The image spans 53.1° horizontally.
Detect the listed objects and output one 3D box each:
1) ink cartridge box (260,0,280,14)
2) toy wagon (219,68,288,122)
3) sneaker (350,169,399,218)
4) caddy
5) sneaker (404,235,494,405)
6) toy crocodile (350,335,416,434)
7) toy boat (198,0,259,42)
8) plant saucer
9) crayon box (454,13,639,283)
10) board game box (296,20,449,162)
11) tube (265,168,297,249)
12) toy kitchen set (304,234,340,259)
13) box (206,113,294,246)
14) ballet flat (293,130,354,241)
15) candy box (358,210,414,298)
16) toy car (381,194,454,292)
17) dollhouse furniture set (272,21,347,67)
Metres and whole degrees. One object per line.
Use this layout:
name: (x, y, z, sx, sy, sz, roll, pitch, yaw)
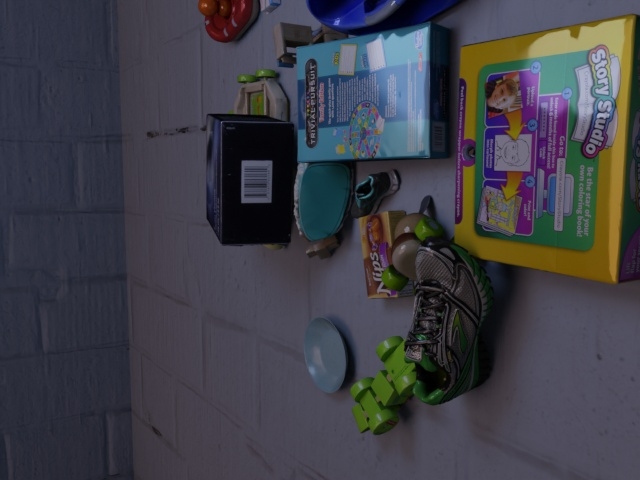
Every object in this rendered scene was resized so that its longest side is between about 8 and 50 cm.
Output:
ink cartridge box: (-0.145, -0.671, 1.793, 0.083, 0.028, 0.048, -8, 86, 57)
toy wagon: (-0.202, -0.352, 1.882, 0.344, 0.068, 0.267, 11, 102, 57)
sneaker: (0.102, -0.104, 1.432, 0.166, 0.076, 0.064, -50, 52, 47)
caddy: (0.122, -0.494, 1.196, 0.341, 0.241, 0.179, -12, 69, 57)
sneaker: (0.219, 0.153, 1.138, 0.134, 0.146, 0.343, 18, 127, 49)
toy crocodile: (0.160, 0.309, 1.381, 0.115, 0.105, 0.340, 57, 132, 38)
toy boat: (-0.292, -0.690, 1.905, 0.231, 0.151, 0.150, -25, 73, 55)
plant saucer: (0.022, 0.289, 1.634, 0.195, 0.038, 0.194, 7, 99, 57)
crayon box: (0.361, -0.138, 1.004, 0.313, 0.106, 0.362, 12, 104, 55)
board game box: (0.100, -0.292, 1.329, 0.336, 0.079, 0.253, 4, 97, 40)
tube: (-0.108, -0.093, 1.778, 0.070, 0.062, 0.240, 23, 112, 16)
toy kitchen set: (0.000, 0.000, 1.614, 0.068, 0.083, 0.075, 57, -170, -65)
box: (-0.189, -0.162, 1.616, 0.294, 0.183, 0.296, -139, 49, -69)
ballet flat: (0.010, -0.202, 1.547, 0.147, 0.147, 0.408, 15, 103, 56)
candy box: (0.143, 0.033, 1.406, 0.109, 0.053, 0.186, -10, 84, 57)
toy car: (0.205, -0.001, 1.275, 0.155, 0.149, 0.188, -58, 19, 32)
dollhouse furniture set: (-0.046, -0.471, 1.519, 0.129, 0.184, 0.128, -16, 80, 57)
